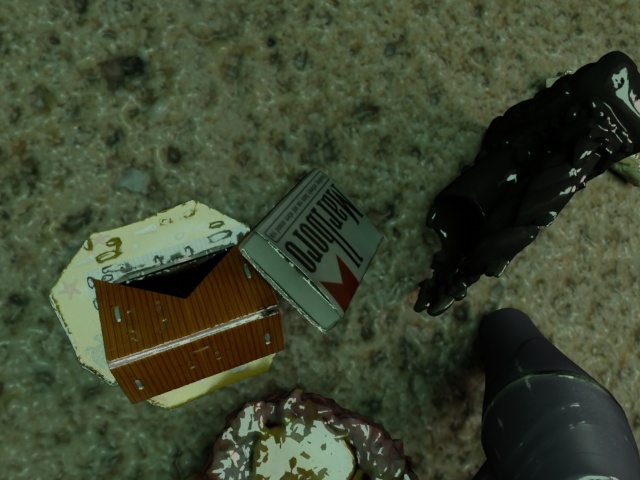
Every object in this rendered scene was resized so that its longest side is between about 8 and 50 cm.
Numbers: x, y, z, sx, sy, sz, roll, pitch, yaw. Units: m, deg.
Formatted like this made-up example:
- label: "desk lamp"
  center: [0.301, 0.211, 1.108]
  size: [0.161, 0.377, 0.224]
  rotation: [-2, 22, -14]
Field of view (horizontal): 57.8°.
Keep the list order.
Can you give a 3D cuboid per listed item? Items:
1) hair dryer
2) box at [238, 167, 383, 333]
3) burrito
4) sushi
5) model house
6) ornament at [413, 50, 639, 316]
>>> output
- label: "hair dryer"
  center: [0.138, 0.246, 0.579]
  size: [0.121, 0.301, 0.361]
  rotation: [33, 107, -4]
- label: "box"
  center: [0.000, 0.000, 0.584]
  size: [0.115, 0.177, 0.036]
  rotation: [46, 120, -7]
- label: "burrito"
  center: [0.354, -0.145, 0.733]
  size: [0.188, 0.045, 0.058]
  rotation: [41, 70, -4]
- label: "sushi"
  center: [-0.035, 0.271, 0.540]
  size: [0.236, 0.171, 0.270]
  rotation: [8, 80, -12]
- label: "model house"
  center: [-0.147, 0.067, 0.550]
  size: [0.219, 0.136, 0.207]
  rotation: [-16, 90, -14]
- label: "ornament"
  center: [0.192, -0.037, 0.589]
  size: [0.106, 0.251, 0.260]
  rotation: [44, 70, -6]
